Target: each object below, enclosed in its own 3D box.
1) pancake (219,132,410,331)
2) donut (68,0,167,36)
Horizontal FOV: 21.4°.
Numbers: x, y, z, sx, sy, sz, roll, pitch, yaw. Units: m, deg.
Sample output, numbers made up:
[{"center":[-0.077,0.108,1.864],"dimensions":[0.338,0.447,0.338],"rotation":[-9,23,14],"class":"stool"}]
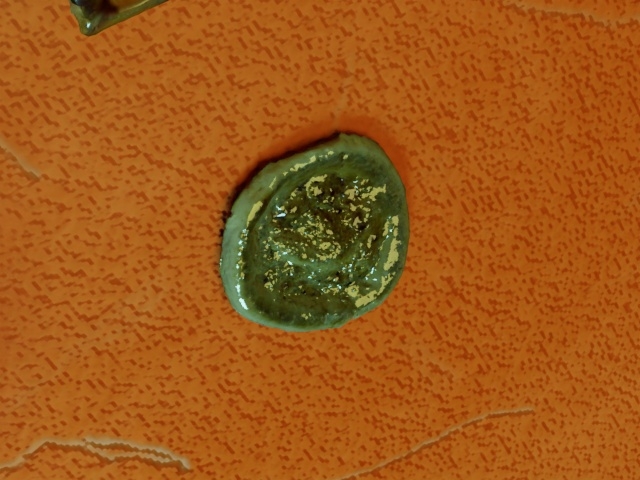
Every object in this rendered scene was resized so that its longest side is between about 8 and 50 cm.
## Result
[{"center":[-0.001,0.000,0.810],"dimensions":[0.108,0.017,0.108],"rotation":[-12,115,-27],"class":"pancake"},{"center":[-0.044,-0.215,0.622],"dimensions":[0.152,0.101,0.259],"rotation":[-15,120,-25],"class":"donut"}]
